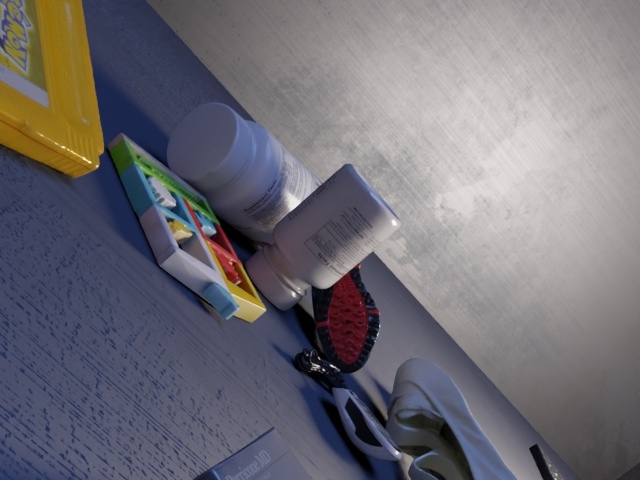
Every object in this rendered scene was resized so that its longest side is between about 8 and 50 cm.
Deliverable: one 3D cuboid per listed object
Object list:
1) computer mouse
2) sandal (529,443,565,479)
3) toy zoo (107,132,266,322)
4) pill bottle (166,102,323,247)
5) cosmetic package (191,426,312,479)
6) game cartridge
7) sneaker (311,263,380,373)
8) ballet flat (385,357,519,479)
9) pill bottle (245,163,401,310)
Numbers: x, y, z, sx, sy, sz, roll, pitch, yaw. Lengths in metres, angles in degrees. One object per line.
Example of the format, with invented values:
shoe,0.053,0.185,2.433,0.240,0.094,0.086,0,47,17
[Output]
computer mouse,0.038,0.232,1.096,0.193,0.042,0.106,49,1,38
sandal,0.527,0.649,1.690,0.446,0.107,0.167,66,12,18
toy zoo,-0.170,-0.003,1.065,0.192,0.030,0.293,40,13,-50
pill bottle,-0.115,-0.099,1.337,0.283,0.160,0.160,40,13,-52
cosmetic package,-0.013,0.250,0.512,0.238,0.107,0.127,54,11,7
game cartridge,-0.342,-0.237,0.811,0.323,0.052,0.285,31,41,-62
sneaker,0.038,0.120,1.353,0.125,0.104,0.262,89,-5,-48
ballet flat,0.173,0.304,1.187,0.139,0.139,0.400,44,6,-37
pill bottle,0.000,0.000,1.260,0.131,0.229,0.131,48,8,-9
